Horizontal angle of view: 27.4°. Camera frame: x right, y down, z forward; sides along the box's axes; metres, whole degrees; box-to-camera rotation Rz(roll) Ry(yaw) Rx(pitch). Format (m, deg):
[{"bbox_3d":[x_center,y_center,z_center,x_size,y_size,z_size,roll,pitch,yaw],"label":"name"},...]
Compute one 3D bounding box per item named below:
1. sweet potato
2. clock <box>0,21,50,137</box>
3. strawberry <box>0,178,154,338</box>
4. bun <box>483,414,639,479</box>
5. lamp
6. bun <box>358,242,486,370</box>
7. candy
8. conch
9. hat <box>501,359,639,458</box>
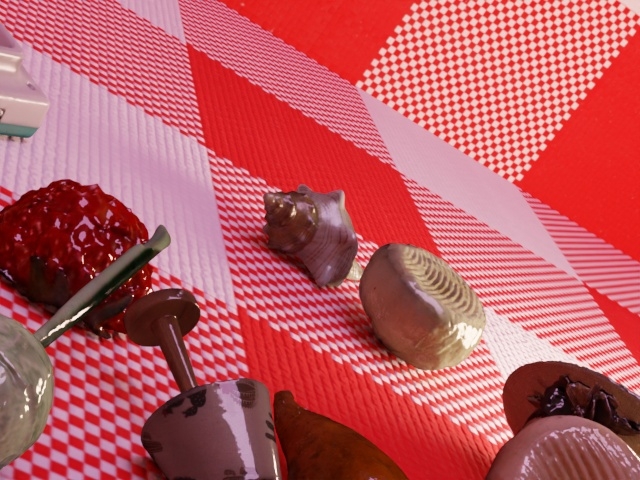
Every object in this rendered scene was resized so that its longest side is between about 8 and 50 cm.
[{"bbox_3d":[0.034,0.246,1.204,0.112,0.112,0.359,23,18,-36],"label":"sweet potato"},{"bbox_3d":[-0.457,-0.235,1.503,0.231,0.116,0.262,45,20,24],"label":"clock"},{"bbox_3d":[-0.240,-0.013,1.344,0.190,0.111,0.236,26,19,-24],"label":"strawberry"},{"bbox_3d":[0.260,0.307,1.400,0.231,0.231,0.133,36,-25,-2],"label":"bun"},{"bbox_3d":[-0.107,0.143,1.163,0.121,0.121,0.215,18,37,-45],"label":"lamp"},{"bbox_3d":[0.128,0.092,1.766,0.195,0.118,0.195,32,24,-16],"label":"bun"},{"bbox_3d":[-0.216,0.067,1.114,0.119,0.119,0.440,37,23,2],"label":"candy"},{"bbox_3d":[0.004,-0.006,1.805,0.234,0.114,0.137,35,30,-24],"label":"conch"},{"bbox_3d":[0.298,0.277,1.545,0.257,0.257,0.130,38,56,7],"label":"hat"}]
